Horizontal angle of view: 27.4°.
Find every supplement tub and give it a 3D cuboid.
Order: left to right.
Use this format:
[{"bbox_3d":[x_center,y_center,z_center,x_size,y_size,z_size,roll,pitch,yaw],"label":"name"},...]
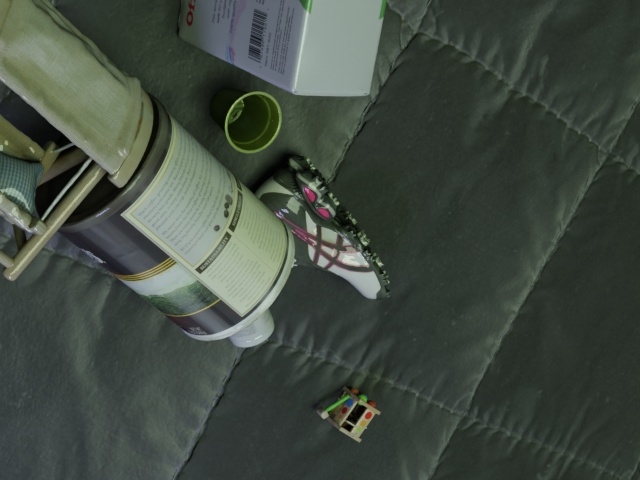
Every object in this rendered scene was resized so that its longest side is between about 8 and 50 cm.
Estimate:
[{"bbox_3d":[-0.113,0.089,1.845,0.071,0.071,0.107,-32,125,-18],"label":"supplement tub"}]

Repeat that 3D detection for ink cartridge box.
[{"bbox_3d":[-0.047,-0.307,1.579,0.117,0.278,0.201,-3,112,-36],"label":"ink cartridge box"}]

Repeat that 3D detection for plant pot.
[{"bbox_3d":[-0.107,-0.166,1.728,0.083,0.079,0.083,-14,118,-29],"label":"plant pot"}]

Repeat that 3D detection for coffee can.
[{"bbox_3d":[-0.191,-0.026,1.657,0.201,0.201,0.275,-50,128,-5],"label":"coffee can"}]

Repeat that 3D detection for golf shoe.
[{"bbox_3d":[0.000,0.000,1.877,0.120,0.105,0.273,-36,122,4],"label":"golf shoe"}]

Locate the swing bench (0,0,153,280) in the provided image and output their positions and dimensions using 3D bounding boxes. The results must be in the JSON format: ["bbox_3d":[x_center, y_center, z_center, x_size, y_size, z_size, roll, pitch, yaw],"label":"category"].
[{"bbox_3d":[-0.353,-0.138,1.475,0.255,0.165,0.253,-39,131,10],"label":"swing bench"}]

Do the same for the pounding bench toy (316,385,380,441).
[{"bbox_3d":[0.041,0.260,2.034,0.083,0.052,0.065,36,89,-38],"label":"pounding bench toy"}]
